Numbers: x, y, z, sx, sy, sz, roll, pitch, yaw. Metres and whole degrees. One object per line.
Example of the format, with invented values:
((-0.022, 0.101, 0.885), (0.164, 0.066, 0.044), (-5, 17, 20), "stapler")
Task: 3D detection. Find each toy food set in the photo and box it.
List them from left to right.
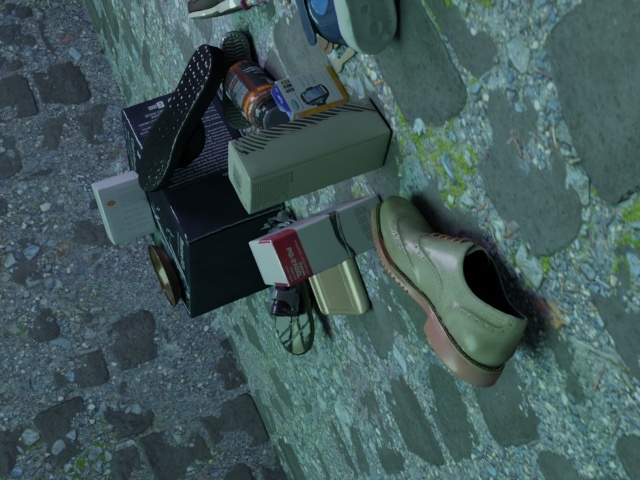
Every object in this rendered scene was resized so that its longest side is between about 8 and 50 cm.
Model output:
((0.000, -0.405, 1.535), (0.192, 0.038, 0.132), (69, 162, 1), "toy food set")

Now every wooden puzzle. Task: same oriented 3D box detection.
((0.030, 0.068, 1.977), (0.239, 0.044, 0.221), (-16, 94, 67), "wooden puzzle")

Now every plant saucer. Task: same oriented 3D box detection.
((-0.447, 0.097, 2.447), (0.198, 0.036, 0.198), (53, 157, 34), "plant saucer")

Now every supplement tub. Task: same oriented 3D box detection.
((-0.140, -0.323, 1.921), (0.198, 0.106, 0.106), (53, 156, 42), "supplement tub")

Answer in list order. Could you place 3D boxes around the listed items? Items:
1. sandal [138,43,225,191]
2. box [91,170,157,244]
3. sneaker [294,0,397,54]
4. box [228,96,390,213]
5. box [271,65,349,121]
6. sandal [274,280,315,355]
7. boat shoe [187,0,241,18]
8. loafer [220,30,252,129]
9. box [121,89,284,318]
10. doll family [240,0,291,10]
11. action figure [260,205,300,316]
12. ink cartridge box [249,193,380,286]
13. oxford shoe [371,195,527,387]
((-0.326, -0.275, 2.078), (0.446, 0.107, 0.167), (-51, 44, 34), "sandal")
((-0.555, -0.093, 2.384), (0.091, 0.130, 0.170), (32, 138, 61), "box")
((0.006, -0.459, 1.311), (0.236, 0.130, 0.322), (43, 154, 46), "sneaker")
((-0.021, -0.152, 1.494), (0.094, 0.275, 0.113), (60, 159, 26), "box")
((-0.024, -0.276, 1.591), (0.081, 0.136, 0.028), (63, 161, 21), "box")
((-0.061, 0.155, 2.263), (0.120, 0.086, 0.302), (-17, 75, 36), "sandal")
((-0.227, -0.560, 1.904), (0.324, 0.117, 0.096), (17, 121, 63), "boat shoe")
((-0.195, -0.394, 2.058), (0.087, 0.094, 0.251), (-93, 4, -60), "loafer")
((-0.345, -0.110, 2.454), (0.471, 0.297, 0.480), (59, 159, 23), "box")
((-0.133, -0.562, 1.569), (0.163, 0.118, 0.263), (-20, 92, 32), "doll family")
((-0.090, 0.053, 2.159), (0.185, 0.099, 0.285), (171, 101, -68), "action figure")
((0.000, 0.000, 1.668), (0.100, 0.237, 0.172), (68, 162, -6), "ink cartridge box")
((0.209, 0.042, 1.353), (0.146, 0.140, 0.397), (-58, 43, 29), "oxford shoe")
